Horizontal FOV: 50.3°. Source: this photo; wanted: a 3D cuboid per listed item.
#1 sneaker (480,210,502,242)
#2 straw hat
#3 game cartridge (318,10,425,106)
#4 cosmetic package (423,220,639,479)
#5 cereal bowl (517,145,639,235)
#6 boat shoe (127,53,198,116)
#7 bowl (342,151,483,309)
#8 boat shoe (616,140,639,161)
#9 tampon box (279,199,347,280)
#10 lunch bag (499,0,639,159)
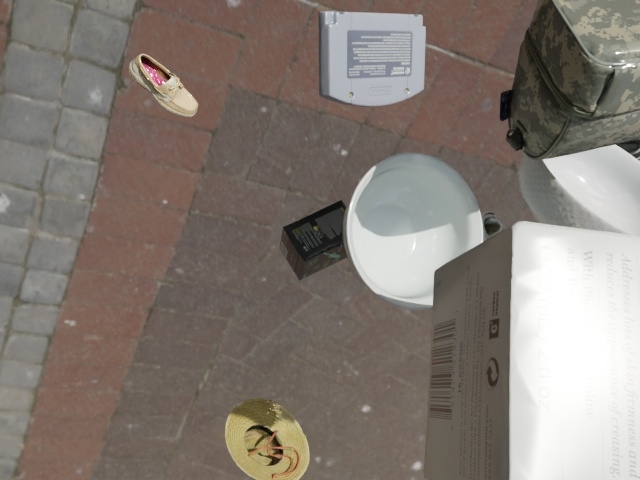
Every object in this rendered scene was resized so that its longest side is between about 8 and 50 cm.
[{"bbox_3d":[0.393,-0.008,1.771,0.169,0.108,0.292,-10,174,21],"label":"sneaker"},{"bbox_3d":[-0.093,0.322,1.050,0.144,0.144,0.061,14,135,-25],"label":"straw hat"},{"bbox_3d":[0.114,-0.393,1.483,0.297,0.062,0.198,-13,114,-39],"label":"game cartridge"},{"bbox_3d":[0.376,0.185,0.913,0.394,0.329,0.327,6,166,-7],"label":"cosmetic package"},{"bbox_3d":[0.529,-0.070,1.339,0.339,0.339,0.141,10,132,-22],"label":"cereal bowl"},{"bbox_3d":[-0.329,-0.330,1.451,0.170,0.063,0.059,36,147,-19],"label":"boat shoe"},{"bbox_3d":[0.156,-0.015,1.325,0.298,0.134,0.298,2,85,-24],"label":"bowl"},{"bbox_3d":[0.710,-0.267,1.747,0.113,0.306,0.105,-45,125,1],"label":"boat shoe"},{"bbox_3d":[0.000,0.000,1.609,0.161,0.101,0.120,-25,160,-20],"label":"tampon box"},{"bbox_3d":[0.448,-0.248,1.022,0.305,0.212,0.256,-11,144,-9],"label":"lunch bag"}]
